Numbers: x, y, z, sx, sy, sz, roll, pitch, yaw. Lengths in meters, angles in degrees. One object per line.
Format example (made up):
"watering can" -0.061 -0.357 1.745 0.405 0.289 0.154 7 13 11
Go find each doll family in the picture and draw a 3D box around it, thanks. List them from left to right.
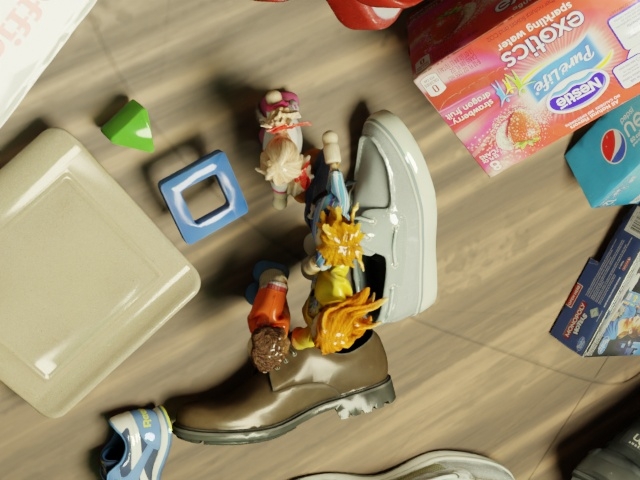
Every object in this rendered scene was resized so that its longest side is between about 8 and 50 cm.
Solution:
"doll family" 0.000 0.000 0.952 0.118 0.163 0.263 2 114 -5

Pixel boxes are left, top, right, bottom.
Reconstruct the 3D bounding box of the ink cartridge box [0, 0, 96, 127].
"ink cartridge box" -0.327 -0.182 0.697 0.226 0.131 0.306 -52 130 1

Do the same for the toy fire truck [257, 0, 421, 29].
"toy fire truck" 0.017 -0.322 0.833 0.254 0.169 0.302 -56 132 -19

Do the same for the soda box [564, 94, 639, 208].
"soda box" 0.335 -0.117 1.111 0.067 0.071 0.210 -6 152 -30

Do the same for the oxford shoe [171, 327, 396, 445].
"oxford shoe" -0.040 0.134 1.084 0.227 0.083 0.096 -15 103 -26

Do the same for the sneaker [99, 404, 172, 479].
"sneaker" -0.181 0.220 1.048 0.059 0.053 0.144 4 103 -34

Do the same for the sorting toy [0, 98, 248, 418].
"sorting toy" -0.223 0.028 0.927 0.348 0.047 0.196 -43 124 -6

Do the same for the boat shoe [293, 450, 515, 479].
"boat shoe" 0.096 0.307 1.229 0.320 0.103 0.118 4 112 -33

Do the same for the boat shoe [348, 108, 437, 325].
"boat shoe" 0.057 -0.010 1.056 0.081 0.079 0.227 -27 129 -23

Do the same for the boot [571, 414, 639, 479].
"boot" 0.518 0.257 1.457 0.445 0.146 0.367 -40 144 -22

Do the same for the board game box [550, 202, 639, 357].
"board game box" 0.390 0.057 1.310 0.194 0.060 0.194 18 103 -38

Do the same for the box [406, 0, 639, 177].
"box" 0.212 -0.186 0.957 0.257 0.122 0.128 -30 121 22
